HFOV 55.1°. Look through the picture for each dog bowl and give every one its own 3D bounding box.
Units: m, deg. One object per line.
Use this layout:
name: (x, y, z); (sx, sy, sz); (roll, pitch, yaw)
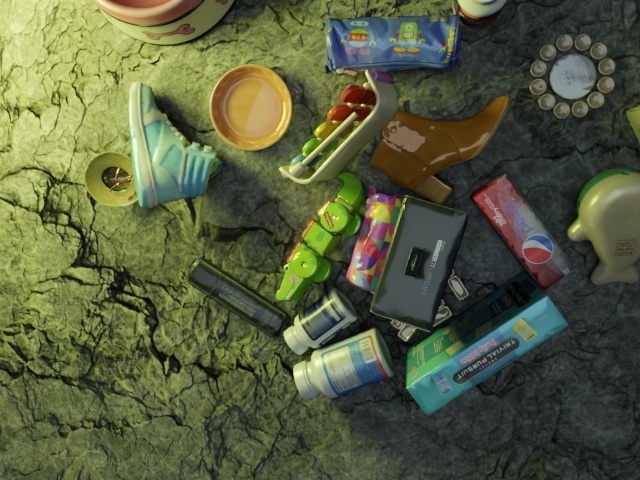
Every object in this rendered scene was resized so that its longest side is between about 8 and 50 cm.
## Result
dog bowl: (-0.378, -0.662, 1.383); (0.408, 0.150, 0.408); (1, 97, 8)

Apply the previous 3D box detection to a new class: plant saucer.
plant saucer: (-0.162, -0.313, 1.454); (0.200, 0.037, 0.200); (1, 98, 9)

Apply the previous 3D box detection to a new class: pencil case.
pencil case: (0.154, -0.426, 1.347); (0.306, 0.119, 0.133); (1, 73, 9)
pencil case: (0.127, -0.001, 1.411); (0.104, 0.104, 0.236); (14, 94, 6)

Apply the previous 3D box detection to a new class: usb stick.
usb stick: (-0.205, 0.141, 1.518); (0.278, 0.045, 0.077); (33, 94, 3)

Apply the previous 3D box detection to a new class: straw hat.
straw hat: (-0.502, -0.153, 1.514); (0.144, 0.061, 0.144); (-2, 107, -7)

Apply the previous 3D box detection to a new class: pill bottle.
pill bottle: (0.053, 0.300, 1.460); (0.221, 0.124, 0.124); (-23, 94, 12)
pill bottle: (-0.003, 0.197, 1.469); (0.169, 0.094, 0.094); (-38, 91, 11)
pill bottle: (0.333, -0.511, 1.271); (0.108, 0.193, 0.108); (1, 98, 9)

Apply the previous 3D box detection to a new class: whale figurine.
whale figurine: (0.647, -0.032, 1.339); (0.216, 0.141, 0.272); (-5, 121, 10)

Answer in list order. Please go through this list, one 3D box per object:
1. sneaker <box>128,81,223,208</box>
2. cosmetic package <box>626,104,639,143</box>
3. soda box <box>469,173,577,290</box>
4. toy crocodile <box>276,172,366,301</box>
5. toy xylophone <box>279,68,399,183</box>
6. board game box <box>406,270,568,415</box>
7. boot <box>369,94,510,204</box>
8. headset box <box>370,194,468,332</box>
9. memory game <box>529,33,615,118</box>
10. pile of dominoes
sneaker: (-0.346, -0.233, 1.464); (0.208, 0.127, 0.319); (-7, 75, -17)
cosmetic package: (0.830, -0.273, 1.271); (0.309, 0.113, 0.160); (-24, 94, 10)
soda box: (0.451, -0.021, 1.376); (0.092, 0.083, 0.263); (-37, 90, 11)
toy crocodile: (0.000, 0.000, 1.434); (0.105, 0.115, 0.340); (37, 100, 22)
toy xylophone: (0.038, -0.231, 1.322); (0.322, 0.236, 0.081); (-43, 79, 19)
board game box: (0.345, 0.215, 1.337); (0.336, 0.254, 0.079); (-36, 92, 12)
boot: (0.258, -0.243, 1.366); (0.211, 0.104, 0.295); (35, 105, 2)
headset box: (0.215, 0.043, 1.297); (0.131, 0.283, 0.246); (18, 96, 12)
memory game: (0.554, -0.362, 1.351); (0.186, 0.012, 0.186); (1, 97, 9)
pile of dominoes: (0.214, 0.090, 1.463); (0.196, 0.040, 0.251); (-34, 83, 12)
